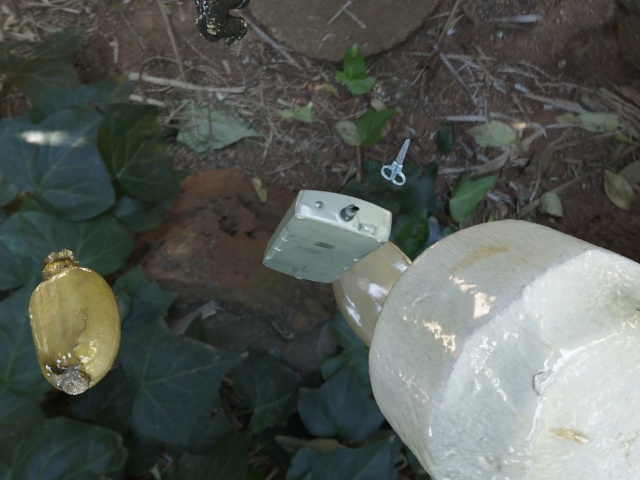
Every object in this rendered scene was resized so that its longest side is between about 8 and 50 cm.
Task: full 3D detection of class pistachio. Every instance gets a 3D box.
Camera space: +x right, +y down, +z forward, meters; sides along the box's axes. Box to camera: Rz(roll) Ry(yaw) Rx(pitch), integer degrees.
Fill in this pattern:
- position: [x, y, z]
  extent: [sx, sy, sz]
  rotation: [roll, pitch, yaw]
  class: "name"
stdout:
- position: [0.097, 0.089, 0.873]
  extent: [0.136, 0.136, 0.226]
  rotation: [-45, 74, 34]
  class: "pistachio"

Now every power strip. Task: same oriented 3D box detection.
- position: [0.000, 0.000, 0.531]
  extent: [0.080, 0.029, 0.227]
  rotation: [16, 163, -10]
  class: "power strip"

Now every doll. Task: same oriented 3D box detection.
- position: [-0.122, -0.337, 0.775]
  extent: [0.057, 0.139, 0.165]
  rotation: [34, 168, 20]
  class: "doll"

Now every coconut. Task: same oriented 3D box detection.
- position: [0.166, 0.102, 0.500]
  extent: [0.238, 0.266, 0.237]
  rotation: [-2, 99, -12]
  class: "coconut"

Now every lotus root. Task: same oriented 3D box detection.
- position: [-0.423, 0.144, 1.008]
  extent: [0.146, 0.303, 0.130]
  rotation: [-30, 137, -5]
  class: "lotus root"

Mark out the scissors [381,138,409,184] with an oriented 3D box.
- position: [0.101, -0.102, 0.747]
  extent: [0.036, 0.006, 0.083]
  rotation: [34, 148, 10]
  class: "scissors"
